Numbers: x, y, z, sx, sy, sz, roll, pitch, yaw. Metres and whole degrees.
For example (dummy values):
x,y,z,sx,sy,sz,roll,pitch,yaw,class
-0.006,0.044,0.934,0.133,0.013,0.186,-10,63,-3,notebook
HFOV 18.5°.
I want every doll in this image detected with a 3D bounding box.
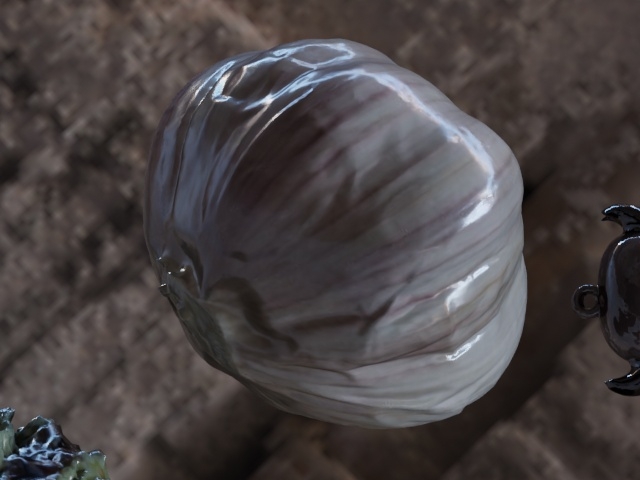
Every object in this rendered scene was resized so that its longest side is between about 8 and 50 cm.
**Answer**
x,y,z,sx,sy,sz,roll,pitch,yaw,class
0.362,0.053,1.822,0.117,0.257,0.182,58,29,-77,doll

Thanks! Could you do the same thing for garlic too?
x,y,z,sx,sy,sz,roll,pitch,yaw,class
0.000,0.000,1.425,0.317,0.259,0.317,29,-45,35,garlic

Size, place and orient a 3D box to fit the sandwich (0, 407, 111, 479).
x,y,z,sx,sy,sz,roll,pitch,yaw,class
-0.248,0.265,1.388,0.131,0.262,0.325,30,24,6,sandwich
